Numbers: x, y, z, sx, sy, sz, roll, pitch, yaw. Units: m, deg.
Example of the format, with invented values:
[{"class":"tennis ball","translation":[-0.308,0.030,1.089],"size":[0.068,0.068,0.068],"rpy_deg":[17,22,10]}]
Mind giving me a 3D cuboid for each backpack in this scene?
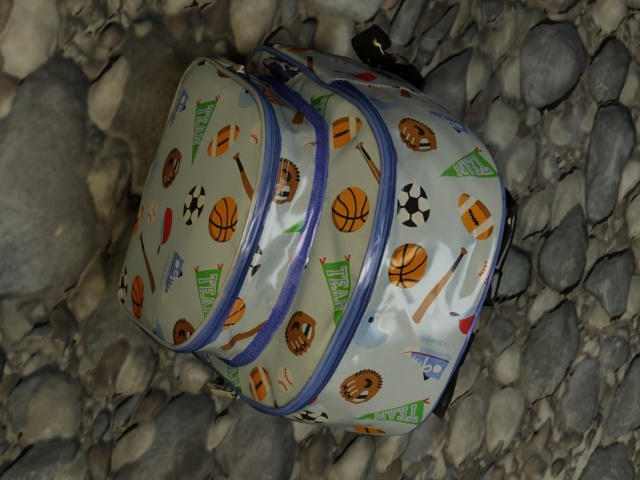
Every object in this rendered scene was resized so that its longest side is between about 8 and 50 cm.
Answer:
[{"class":"backpack","translation":[0.000,0.000,1.329],"size":[0.213,0.263,0.277],"rpy_deg":[6,103,-34]}]
